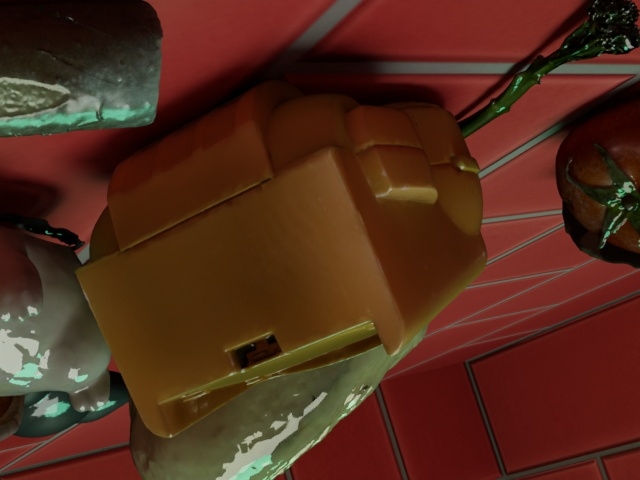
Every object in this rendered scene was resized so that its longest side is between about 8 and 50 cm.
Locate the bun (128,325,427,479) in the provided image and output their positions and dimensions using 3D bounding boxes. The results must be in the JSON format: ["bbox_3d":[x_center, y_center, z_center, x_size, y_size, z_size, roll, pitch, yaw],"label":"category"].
[{"bbox_3d":[-0.062,0.119,1.055,0.361,0.213,0.361,-41,173,-6],"label":"bun"}]

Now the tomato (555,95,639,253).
[{"bbox_3d":[0.317,-0.065,0.963,0.167,0.167,0.167,-16,167,-4],"label":"tomato"}]

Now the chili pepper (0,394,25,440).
[{"bbox_3d":[-0.429,0.152,0.822,0.305,0.229,0.251,-34,158,21],"label":"chili pepper"}]

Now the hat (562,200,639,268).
[{"bbox_3d":[0.465,-0.100,1.082,0.381,0.257,0.366,15,-159,26],"label":"hat"}]

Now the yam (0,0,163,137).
[{"bbox_3d":[-0.155,-0.079,0.471,0.169,0.068,0.068,-10,165,-31],"label":"yam"}]

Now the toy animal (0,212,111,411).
[{"bbox_3d":[-0.279,0.051,0.668,0.325,0.154,0.208,11,163,-39],"label":"toy animal"}]

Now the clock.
[{"bbox_3d":[0.000,0.000,0.765,0.244,0.200,0.317,-21,175,26],"label":"clock"}]

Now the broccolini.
[{"bbox_3d":[0.158,-0.125,0.766,0.042,0.044,0.218,-27,179,-34],"label":"broccolini"}]

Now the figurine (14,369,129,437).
[{"bbox_3d":[-0.354,0.162,1.066,0.265,0.140,0.193,-32,149,1],"label":"figurine"}]
